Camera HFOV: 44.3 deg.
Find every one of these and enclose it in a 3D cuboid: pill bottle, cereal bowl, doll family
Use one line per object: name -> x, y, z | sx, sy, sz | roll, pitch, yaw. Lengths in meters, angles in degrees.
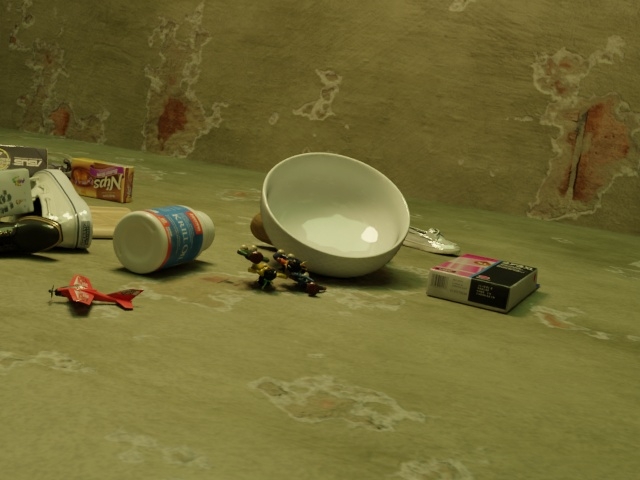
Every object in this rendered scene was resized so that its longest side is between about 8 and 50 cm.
pill bottle -> -0.308, -0.008, 1.599 | 0.124, 0.124, 0.221 | 11, 12, 20
cereal bowl -> 0.023, -0.040, 1.779 | 0.339, 0.141, 0.339 | 9, 46, -9
doll family -> -0.075, 0.060, 1.548 | 0.193, 0.076, 0.111 | 7, 5, -19

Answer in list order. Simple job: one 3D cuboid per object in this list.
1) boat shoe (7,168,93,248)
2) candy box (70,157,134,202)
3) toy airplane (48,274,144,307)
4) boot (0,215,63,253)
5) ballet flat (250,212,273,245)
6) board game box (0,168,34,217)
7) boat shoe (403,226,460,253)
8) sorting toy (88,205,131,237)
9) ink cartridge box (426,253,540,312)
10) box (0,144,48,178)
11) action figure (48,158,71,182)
boat shoe -> -0.629, -0.067, 1.728 | 0.156, 0.135, 0.367 | -3, 24, -33
candy box -> -0.652, -0.180, 2.345 | 0.187, 0.109, 0.053 | 12, 11, 18
toy airplane -> -0.368, 0.089, 1.291 | 0.151, 0.028, 0.151 | 8, 11, -2
boot -> -0.608, 0.005, 1.494 | 0.198, 0.076, 0.137 | -4, 13, 8
ballet flat -> 0.000, 0.000, 1.901 | 0.342, 0.116, 0.124 | 10, 29, -8
board game box -> -0.744, -0.076, 1.500 | 0.224, 0.097, 0.303 | -2, 8, 22
boat shoe -> 0.309, -0.004, 2.202 | 0.184, 0.063, 0.066 | 15, 13, 39
sorting toy -> -0.517, -0.038, 1.883 | 0.193, 0.038, 0.208 | 1, 17, -32
ink cartridge box -> 0.381, 0.087, 1.776 | 0.176, 0.069, 0.371 | 12, 9, 25
box -> -0.967, -0.204, 2.091 | 0.395, 0.097, 0.318 | 1, -4, -36
action figure -> -0.866, -0.224, 2.470 | 0.185, 0.099, 0.285 | 2, 4, 19
